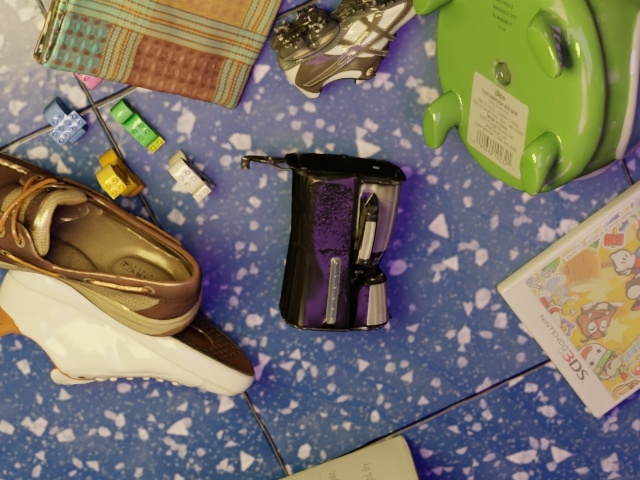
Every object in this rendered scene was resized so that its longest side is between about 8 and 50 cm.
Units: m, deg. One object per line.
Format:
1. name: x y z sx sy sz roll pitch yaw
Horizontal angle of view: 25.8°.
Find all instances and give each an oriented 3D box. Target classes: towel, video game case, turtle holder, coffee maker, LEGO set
1. towel: -0.108 -0.317 1.363 0.271 0.040 0.370 8 110 -46
2. video game case: 0.351 0.064 1.609 0.227 0.026 0.206 -37 107 5
3. turtle holder: 0.238 -0.218 1.409 0.227 0.243 0.320 -20 101 -28
4. coffee maker: 0.000 0.000 1.518 0.171 0.120 0.178 11 106 15
5. LEGO set: -0.214 -0.099 1.462 0.087 0.093 0.227 -42 107 7

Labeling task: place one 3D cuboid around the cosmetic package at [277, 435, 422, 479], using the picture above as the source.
1. cosmetic package: -0.016 0.480 1.540 0.394 0.327 0.329 -22 108 2

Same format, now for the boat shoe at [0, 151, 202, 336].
1. boat shoe: -0.272 -0.021 1.425 0.342 0.123 0.123 29 65 3

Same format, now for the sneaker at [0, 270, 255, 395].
1. sneaker: -0.217 0.117 1.531 0.290 0.106 0.123 26 106 -1

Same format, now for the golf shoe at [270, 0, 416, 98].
1. golf shoe: 0.049 -0.220 1.474 0.198 0.077 0.094 -24 124 4
